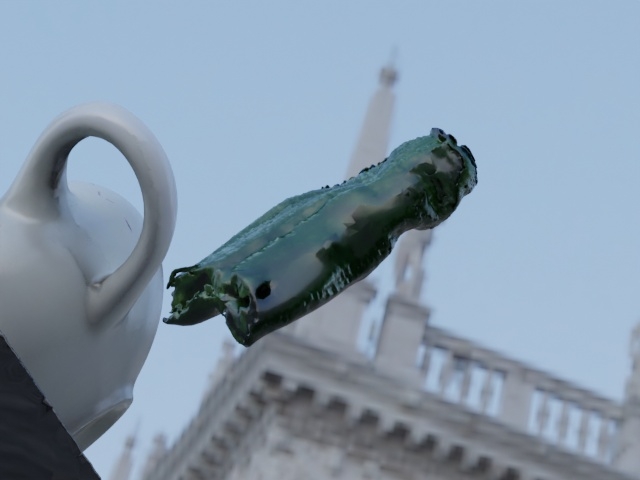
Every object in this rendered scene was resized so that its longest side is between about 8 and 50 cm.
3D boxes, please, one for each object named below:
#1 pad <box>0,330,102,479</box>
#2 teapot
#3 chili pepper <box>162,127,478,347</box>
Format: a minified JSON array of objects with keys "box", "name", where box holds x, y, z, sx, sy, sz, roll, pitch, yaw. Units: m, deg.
[{"box":[-0.135,0.126,0.531,0.127,0.190,0.004,53,-6,16],"name":"pad"},{"box":[-0.111,0.035,0.662,0.092,0.145,0.226,50,-53,4],"name":"teapot"},{"box":[0.001,0.002,1.233,0.098,0.224,0.061,33,-28,51],"name":"chili pepper"}]
